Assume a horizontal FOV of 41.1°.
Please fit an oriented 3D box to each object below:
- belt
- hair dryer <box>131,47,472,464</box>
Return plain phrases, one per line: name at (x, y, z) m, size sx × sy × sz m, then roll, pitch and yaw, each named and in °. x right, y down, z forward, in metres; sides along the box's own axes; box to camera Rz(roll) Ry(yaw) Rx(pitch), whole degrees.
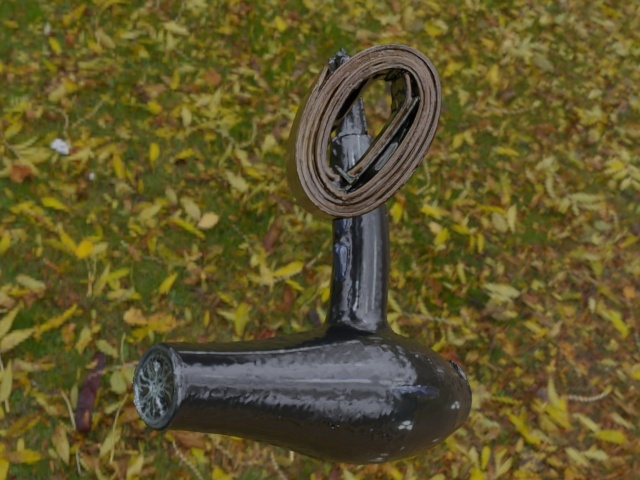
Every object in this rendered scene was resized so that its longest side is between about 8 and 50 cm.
belt at (0.017, -0.049, 0.381) m, size 0.059 × 0.036 × 0.083 m, roll 35°, pitch 84°, yaw -8°
hair dryer at (0.000, 0.000, 0.431) m, size 0.195 × 0.075 × 0.219 m, roll 14°, pitch 69°, yaw -44°
